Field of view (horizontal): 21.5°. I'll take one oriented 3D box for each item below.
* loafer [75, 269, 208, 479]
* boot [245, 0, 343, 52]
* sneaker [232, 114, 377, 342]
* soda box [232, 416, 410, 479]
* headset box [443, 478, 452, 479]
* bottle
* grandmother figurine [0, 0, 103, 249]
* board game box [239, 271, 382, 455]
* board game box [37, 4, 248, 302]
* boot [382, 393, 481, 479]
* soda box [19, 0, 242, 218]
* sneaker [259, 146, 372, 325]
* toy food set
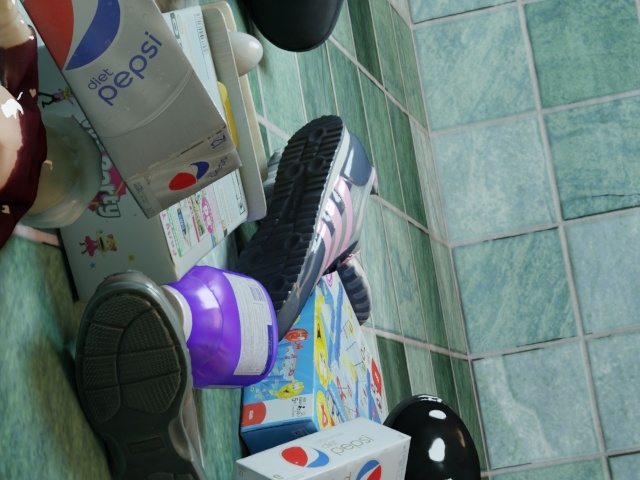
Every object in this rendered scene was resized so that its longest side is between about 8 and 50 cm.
[{"bbox_3d":[-0.149,0.131,1.434,0.084,0.096,0.267,-93,176,-58],"label":"loafer"},{"bbox_3d":[-0.040,-0.360,2.016,0.445,0.146,0.367,-84,177,-70],"label":"boot"},{"bbox_3d":[-0.007,0.013,1.914,0.131,0.112,0.319,49,52,-37],"label":"sneaker"},{"bbox_3d":[0.001,0.251,1.783,0.216,0.074,0.069,-11,115,-50],"label":"soda box"},{"bbox_3d":[0.087,0.430,1.749,0.246,0.131,0.283,123,-48,-57],"label":"headset box"},{"bbox_3d":[-0.117,0.083,1.598,0.283,0.092,0.118,18,64,-76],"label":"bottle"},{"bbox_3d":[-0.242,-0.074,1.185,0.342,0.104,0.207,39,69,-76],"label":"grandmother figurine"},{"bbox_3d":[-0.003,0.196,2.025,0.302,0.086,0.308,-89,163,-44],"label":"board game box"},{"bbox_3d":[-0.162,-0.089,1.544,0.303,0.097,0.224,-50,127,-76],"label":"board game box"},{"bbox_3d":[0.169,0.306,1.912,0.260,0.131,0.348,126,-35,-57],"label":"boot"},{"bbox_3d":[-0.171,-0.166,1.321,0.286,0.091,0.098,59,-4,16],"label":"soda box"},{"bbox_3d":[0.000,0.000,2.170,0.115,0.105,0.281,-86,160,-50],"label":"sneaker"},{"bbox_3d":[-0.093,-0.150,1.828,0.306,0.092,0.219,-91,168,-81],"label":"toy food set"}]
